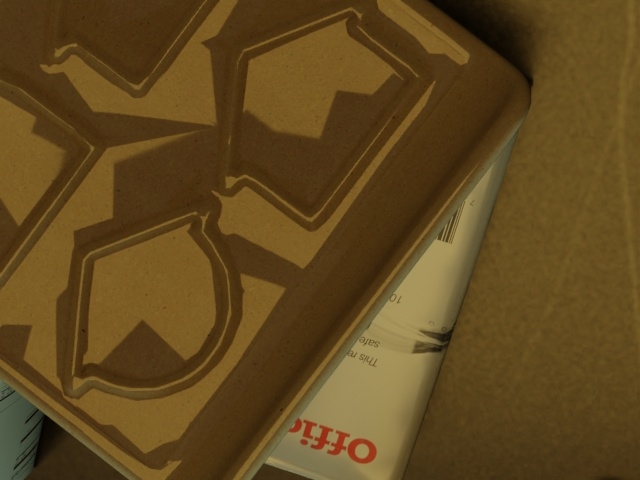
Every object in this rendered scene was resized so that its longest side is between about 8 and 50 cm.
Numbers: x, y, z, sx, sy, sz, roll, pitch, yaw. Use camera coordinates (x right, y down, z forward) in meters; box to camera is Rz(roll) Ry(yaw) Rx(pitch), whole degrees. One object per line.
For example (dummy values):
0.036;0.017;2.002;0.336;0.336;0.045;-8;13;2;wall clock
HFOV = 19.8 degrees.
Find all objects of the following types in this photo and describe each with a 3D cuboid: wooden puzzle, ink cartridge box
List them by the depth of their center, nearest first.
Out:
-0.102;-0.060;1.075;0.348;0.080;0.322;38;93;9;wooden puzzle
0.000;0.000;1.179;0.198;0.115;0.272;19;103;4;ink cartridge box

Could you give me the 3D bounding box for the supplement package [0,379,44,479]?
-0.281;0.058;1.214;0.194;0.149;0.203;15;102;5;supplement package
